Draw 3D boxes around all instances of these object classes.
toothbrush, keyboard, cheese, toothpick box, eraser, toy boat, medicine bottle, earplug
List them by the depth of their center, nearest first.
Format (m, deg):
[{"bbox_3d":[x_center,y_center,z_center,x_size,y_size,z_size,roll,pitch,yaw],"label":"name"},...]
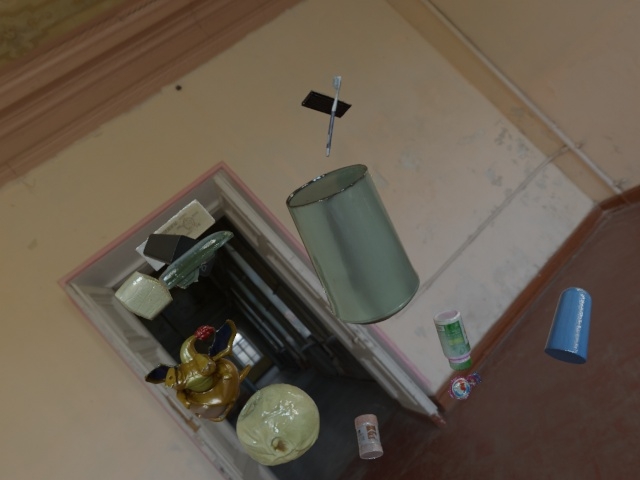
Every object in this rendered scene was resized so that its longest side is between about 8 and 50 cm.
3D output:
[{"bbox_3d":[-0.357,0.056,1.242,0.260,0.085,0.078,-45,18,-31],"label":"toy boat"},{"bbox_3d":[0.044,-0.454,1.532,0.024,0.026,0.288,-138,54,-66],"label":"toothbrush"},{"bbox_3d":[0.924,0.299,1.534,0.273,0.132,0.132,-65,4,-22],"label":"earplug"},{"bbox_3d":[0.588,0.591,1.698,0.145,0.095,0.038,-30,0,-8],"label":"cheese"},{"bbox_3d":[0.030,-0.562,1.724,0.250,0.017,0.087,0,-33,-48],"label":"keyboard"},{"bbox_3d":[0.202,0.824,1.750,0.098,0.098,0.149,-46,34,33],"label":"toothpick box"},{"bbox_3d":[-0.653,-0.026,1.888,0.343,0.144,0.078,-43,15,-13],"label":"eraser"},{"bbox_3d":[0.649,0.487,2.028,0.133,0.274,0.133,-17,8,2],"label":"medicine bottle"}]

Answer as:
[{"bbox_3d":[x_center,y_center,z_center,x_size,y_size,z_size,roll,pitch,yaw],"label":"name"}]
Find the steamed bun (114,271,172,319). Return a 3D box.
[{"bbox_3d":[-0.915,0.281,2.163,0.154,0.250,0.200,20,67,49],"label":"steamed bun"}]

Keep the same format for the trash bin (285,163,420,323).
[{"bbox_3d":[0.100,0.029,1.191,0.280,0.432,0.280,-22,21,9],"label":"trash bin"}]

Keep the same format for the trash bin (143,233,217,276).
[{"bbox_3d":[-0.522,0.047,1.527,0.165,0.225,0.115,27,-106,-48],"label":"trash bin"}]

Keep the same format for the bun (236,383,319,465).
[{"bbox_3d":[-0.181,0.809,1.778,0.364,0.364,0.202,-44,12,9],"label":"bun"}]

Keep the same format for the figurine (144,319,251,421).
[{"bbox_3d":[-0.450,0.548,1.722,0.401,0.268,0.387,-42,-37,-14],"label":"figurine"}]

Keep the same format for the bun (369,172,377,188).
[{"bbox_3d":[0.167,-0.207,1.763,0.102,0.183,0.183,-9,16,33],"label":"bun"}]
